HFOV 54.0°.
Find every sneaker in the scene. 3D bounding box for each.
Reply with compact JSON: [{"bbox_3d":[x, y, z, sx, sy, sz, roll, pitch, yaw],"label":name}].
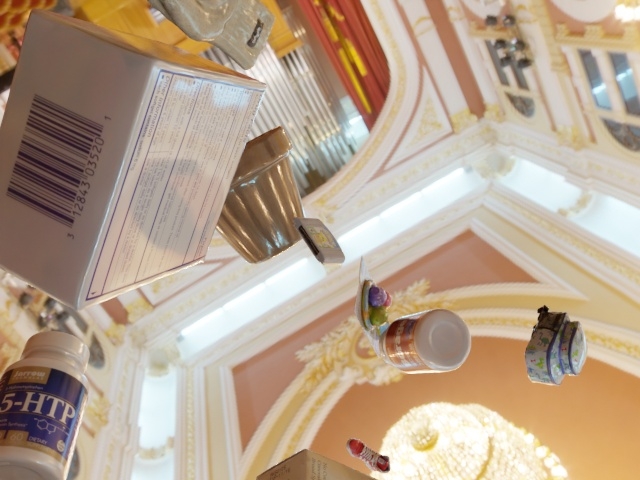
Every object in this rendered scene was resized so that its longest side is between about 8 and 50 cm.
[{"bbox_3d":[0.116,0.502,1.464,0.067,0.118,0.042,-10,-138,55],"label":"sneaker"}]

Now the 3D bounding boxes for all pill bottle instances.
[{"bbox_3d":[-0.356,0.212,0.791,0.112,0.112,0.186,-22,-139,17],"label":"pill bottle"},{"bbox_3d":[0.203,0.210,1.288,0.121,0.121,0.216,-40,-178,-23],"label":"pill bottle"}]

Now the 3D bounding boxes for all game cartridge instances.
[{"bbox_3d":[0.000,0.000,0.896,0.017,0.083,0.056,-47,153,25],"label":"game cartridge"}]

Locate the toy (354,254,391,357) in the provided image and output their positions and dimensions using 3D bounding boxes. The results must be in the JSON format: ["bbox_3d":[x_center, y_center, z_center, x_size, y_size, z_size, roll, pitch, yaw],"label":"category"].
[{"bbox_3d":[0.131,0.153,1.413,0.056,0.237,0.137,-1,-125,15],"label":"toy"}]

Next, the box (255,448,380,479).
[{"bbox_3d":[0.058,0.434,0.909,0.121,0.311,0.148,-41,-147,32],"label":"box"}]

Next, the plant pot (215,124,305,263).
[{"bbox_3d":[-0.140,-0.084,1.324,0.263,0.229,0.263,-28,-167,7],"label":"plant pot"}]

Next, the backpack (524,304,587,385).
[{"bbox_3d":[0.403,0.188,1.078,0.084,0.105,0.114,5,-138,43],"label":"backpack"}]

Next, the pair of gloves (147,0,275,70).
[{"bbox_3d":[-0.091,-0.318,0.637,0.042,0.204,0.240,25,-84,27],"label":"pair of gloves"}]

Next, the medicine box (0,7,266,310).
[{"bbox_3d":[-0.216,-0.095,0.735,0.263,0.149,0.289,-67,169,15],"label":"medicine box"}]
